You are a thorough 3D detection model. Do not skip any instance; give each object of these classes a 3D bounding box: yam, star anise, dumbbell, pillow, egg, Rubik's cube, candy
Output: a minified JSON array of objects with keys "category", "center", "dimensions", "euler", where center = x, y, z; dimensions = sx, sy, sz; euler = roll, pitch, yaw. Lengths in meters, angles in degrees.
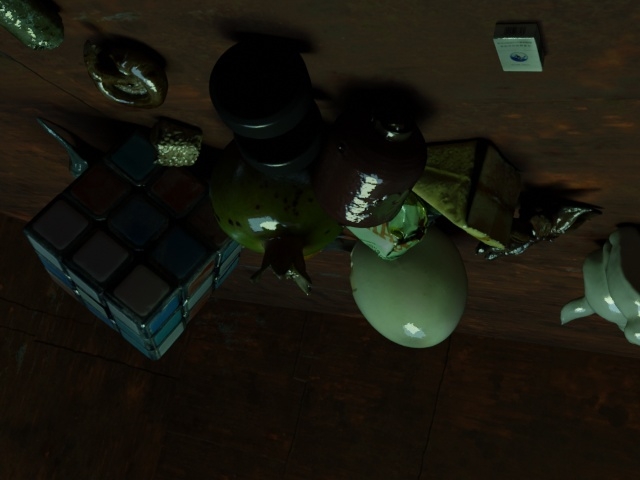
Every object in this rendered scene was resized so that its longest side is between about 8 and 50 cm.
[{"category":"yam","center":[-0.466,-0.356,1.140],"dimensions":[0.078,0.078,0.179],"euler":[7,165,23]},{"category":"star anise","center":[0.425,-0.041,1.521],"dimensions":[0.272,0.102,0.272],"euler":[-18,167,-4]},{"category":"dumbbell","center":[-0.080,-0.209,1.211],"dimensions":[0.153,0.152,0.218],"euler":[11,166,10]},{"category":"pillow","center":[0.232,-0.061,1.743],"dimensions":[0.091,0.055,0.135],"euler":[-18,172,-7]},{"category":"egg","center":[0.221,0.107,1.861],"dimensions":[0.283,0.345,0.283],"euler":[-11,142,-9]},{"category":"Rubik's cube","center":[-0.406,0.020,1.743],"dimensions":[0.362,0.359,0.363],"euler":[40,161,4]},{"category":"candy","center":[-0.307,-0.203,1.608],"dimensions":[0.110,0.085,0.095],"euler":[6,159,-14]}]

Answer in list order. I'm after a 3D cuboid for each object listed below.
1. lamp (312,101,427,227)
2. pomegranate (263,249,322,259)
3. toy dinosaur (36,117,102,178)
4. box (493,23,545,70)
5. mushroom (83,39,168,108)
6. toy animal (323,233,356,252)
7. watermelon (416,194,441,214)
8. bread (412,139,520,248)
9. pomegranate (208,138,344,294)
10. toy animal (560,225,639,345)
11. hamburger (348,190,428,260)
[{"category":"lamp","center":[0.086,-0.131,1.289],"dimensions":[0.180,0.180,0.258],"euler":[16,139,-11]},{"category":"pomegranate","center":[-0.062,-0.052,1.725],"dimensions":[0.210,0.210,0.235],"euler":[22,168,-34]},{"category":"toy dinosaur","center":[-0.580,-0.192,1.925],"dimensions":[0.206,0.092,0.393],"euler":[10,170,33]},{"category":"box","center":[0.259,-0.251,0.985],"dimensions":[0.054,0.024,0.083],"euler":[5,164,25]},{"category":"mushroom","center":[-0.338,-0.288,1.292],"dimensions":[0.135,0.080,0.170],"euler":[-8,158,26]},{"category":"toy animal","center":[-0.004,-0.012,2.095],"dimensions":[0.367,0.081,0.206],"euler":[3,160,-19]},{"category":"watermelon","center":[0.293,-0.085,1.571],"dimensions":[0.187,0.071,0.139],"euler":[24,-163,37]},{"category":"bread","center":[0.226,-0.078,1.434],"dimensions":[0.264,0.163,0.168],"euler":[1,163,44]},{"category":"pomegranate","center":[-0.074,-0.056,1.481],"dimensions":[0.291,0.323,0.291],"euler":[0,177,0]},{"category":"toy animal","center":[0.675,0.126,1.674],"dimensions":[0.196,0.241,0.367],"euler":[15,167,2]},{"category":"hamburger","center":[0.127,-0.075,1.600],"dimensions":[0.235,0.125,0.214],"euler":[56,159,11]}]
